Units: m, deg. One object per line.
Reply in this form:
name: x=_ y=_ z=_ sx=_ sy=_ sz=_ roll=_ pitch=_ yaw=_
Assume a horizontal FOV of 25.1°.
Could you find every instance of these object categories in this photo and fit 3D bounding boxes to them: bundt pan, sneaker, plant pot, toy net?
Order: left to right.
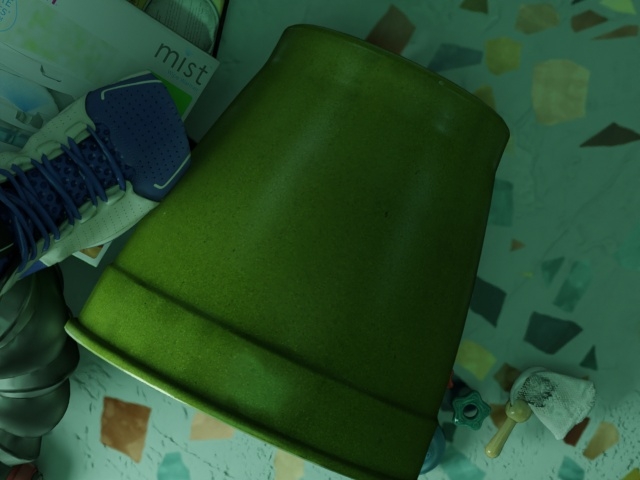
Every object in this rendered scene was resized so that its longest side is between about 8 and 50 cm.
bundt pan: x=-0.377 y=0.127 z=1.353 sx=0.331 sy=0.124 sz=0.331 roll=-14 pitch=124 yaw=-21
sneaker: x=-0.243 y=-0.020 z=1.182 sx=0.315 sy=0.182 sz=0.127 roll=-30 pitch=102 yaw=-10
plant pot: x=0.000 y=0.000 z=1.357 sx=0.366 sy=0.366 sz=0.353 roll=25 pitch=88 yaw=-2
toy net: x=0.170 y=0.169 z=1.510 sx=0.232 sy=0.045 sz=0.122 roll=-16 pitch=97 yaw=3

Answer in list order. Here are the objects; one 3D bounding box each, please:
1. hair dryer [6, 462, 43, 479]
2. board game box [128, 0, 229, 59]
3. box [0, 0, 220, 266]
hair dryer: x=-0.380 y=0.319 z=1.536 sx=0.223 sy=0.080 sz=0.293 roll=-37 pitch=96 yaw=8
board game box: x=-0.159 y=-0.314 z=1.437 sx=0.165 sy=0.042 sz=0.243 roll=14 pitch=100 yaw=0
box: x=-0.269 y=-0.144 z=1.326 sx=0.262 sy=0.127 sz=0.231 roll=32 pitch=91 yaw=-30
